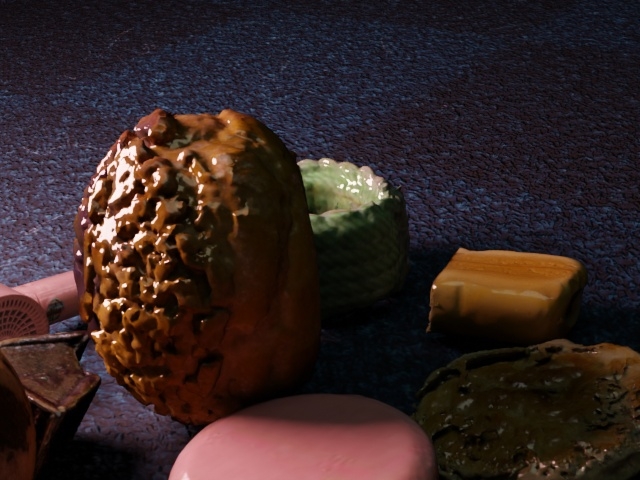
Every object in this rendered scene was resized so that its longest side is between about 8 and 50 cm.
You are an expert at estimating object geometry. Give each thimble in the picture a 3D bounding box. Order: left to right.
[{"bbox_3d":[0.000,0.000,1.522,0.219,0.150,0.219,-5,25,2],"label":"thimble"}]

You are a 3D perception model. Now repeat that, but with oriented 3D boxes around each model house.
[{"bbox_3d":[-0.288,0.184,1.229,0.106,0.165,0.152,15,20,-32],"label":"model house"}]

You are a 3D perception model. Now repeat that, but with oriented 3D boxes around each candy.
[{"bbox_3d":[-0.008,0.226,1.111,0.255,0.094,0.255,-6,24,3],"label":"candy"}]

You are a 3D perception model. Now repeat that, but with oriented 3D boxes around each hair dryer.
[{"bbox_3d":[-0.344,0.071,1.507,0.210,0.125,0.352,17,23,41],"label":"hair dryer"}]

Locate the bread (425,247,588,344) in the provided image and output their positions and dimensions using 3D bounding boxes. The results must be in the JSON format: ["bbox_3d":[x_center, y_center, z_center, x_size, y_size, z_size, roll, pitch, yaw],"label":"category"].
[{"bbox_3d":[0.213,0.068,1.415,0.173,0.085,0.134,6,24,25],"label":"bread"}]

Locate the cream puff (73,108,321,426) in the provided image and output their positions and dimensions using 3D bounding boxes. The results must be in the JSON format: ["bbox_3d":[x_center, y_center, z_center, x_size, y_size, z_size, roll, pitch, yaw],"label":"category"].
[{"bbox_3d":[-0.135,0.029,1.271,0.231,0.327,0.343,-7,5,-13],"label":"cream puff"}]

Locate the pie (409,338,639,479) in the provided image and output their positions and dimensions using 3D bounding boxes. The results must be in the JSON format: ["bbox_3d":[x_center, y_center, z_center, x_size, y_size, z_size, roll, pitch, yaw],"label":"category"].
[{"bbox_3d":[0.220,0.172,1.236,0.274,0.055,0.274,-9,24,4],"label":"pie"}]

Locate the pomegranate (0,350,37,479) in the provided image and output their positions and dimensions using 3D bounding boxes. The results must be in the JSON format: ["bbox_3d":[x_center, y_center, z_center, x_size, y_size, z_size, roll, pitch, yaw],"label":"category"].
[{"bbox_3d":[-0.406,0.184,1.068,0.322,0.322,0.322,-4,25,2],"label":"pomegranate"}]
